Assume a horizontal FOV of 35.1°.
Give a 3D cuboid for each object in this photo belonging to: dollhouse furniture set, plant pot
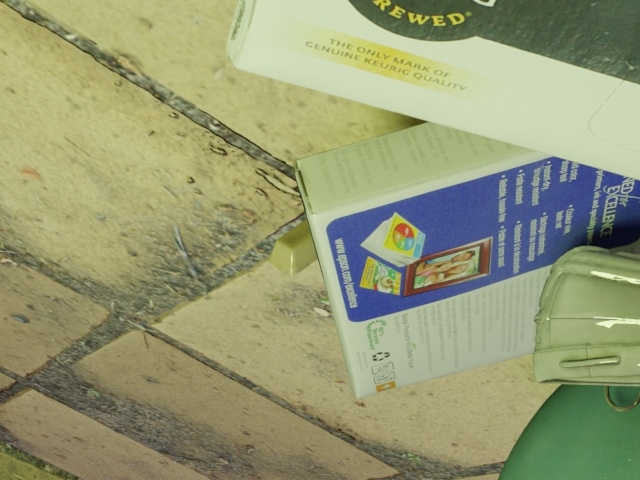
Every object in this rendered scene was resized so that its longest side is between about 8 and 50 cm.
[{"bbox_3d":[0.000,0.000,0.848,0.091,0.114,0.081,31,147,40],"label":"dollhouse furniture set"},{"bbox_3d":[0.320,0.208,0.947,0.290,0.195,0.290,16,151,9],"label":"plant pot"}]

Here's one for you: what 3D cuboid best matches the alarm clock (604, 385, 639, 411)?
[{"bbox_3d":[0.302,0.089,0.800,0.064,0.129,0.192,15,142,-36],"label":"alarm clock"}]

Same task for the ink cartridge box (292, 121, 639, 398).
[{"bbox_3d":[0.153,0.004,0.791,0.307,0.072,0.303,-16,146,-2],"label":"ink cartridge box"}]

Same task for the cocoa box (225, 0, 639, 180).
[{"bbox_3d":[0.172,-0.162,0.337,0.347,0.231,0.228,15,150,-6],"label":"cocoa box"}]

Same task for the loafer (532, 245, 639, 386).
[{"bbox_3d":[0.299,0.087,0.677,0.319,0.111,0.112,11,171,33],"label":"loafer"}]
